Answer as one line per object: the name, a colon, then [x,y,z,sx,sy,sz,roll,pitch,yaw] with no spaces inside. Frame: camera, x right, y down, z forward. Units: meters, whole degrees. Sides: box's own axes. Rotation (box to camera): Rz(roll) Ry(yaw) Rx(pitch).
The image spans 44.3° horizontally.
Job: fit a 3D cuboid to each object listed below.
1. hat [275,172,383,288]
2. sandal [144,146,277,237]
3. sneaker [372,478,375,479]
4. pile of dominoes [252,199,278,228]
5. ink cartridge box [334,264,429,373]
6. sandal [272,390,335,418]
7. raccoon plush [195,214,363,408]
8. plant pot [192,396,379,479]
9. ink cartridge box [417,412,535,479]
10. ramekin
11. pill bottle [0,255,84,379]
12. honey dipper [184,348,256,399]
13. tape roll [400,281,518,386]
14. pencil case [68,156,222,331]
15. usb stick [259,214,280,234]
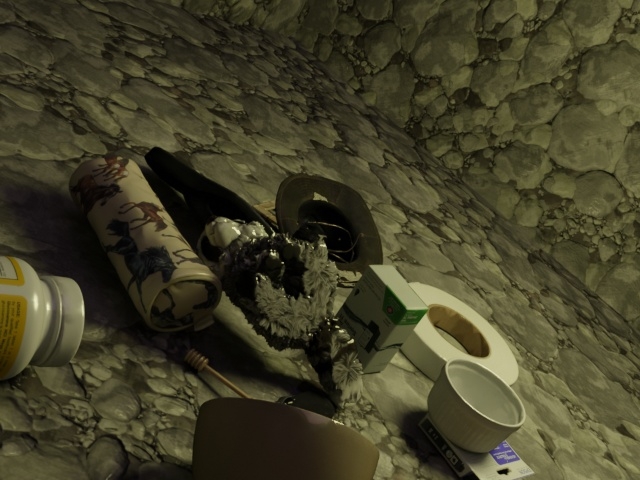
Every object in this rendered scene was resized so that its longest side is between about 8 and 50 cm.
hat: [0.000,0.000,1.934,0.331,0.134,0.331,18,49,-22]
sandal: [-0.273,-0.073,1.885,0.446,0.107,0.167,32,-18,29]
sneaker: [0.123,0.504,1.312,0.162,0.106,0.281,28,24,-20]
pile of dominoes: [-0.091,-0.019,2.140,0.251,0.040,0.196,34,25,21]
ink cartridge box: [0.126,0.181,1.798,0.087,0.208,0.153,2,38,-45]
sandal: [-0.055,0.326,1.478,0.097,0.054,0.254,42,25,18]
raccoon plush: [-0.116,0.148,1.639,0.216,0.446,0.299,-24,17,-32]
plant pot: [-0.072,0.375,1.161,0.284,0.284,0.191,26,59,-17]
ink cartridge box: [0.346,0.462,1.740,0.206,0.045,0.208,6,34,-46]
ramekin: [0.331,0.365,1.719,0.207,0.109,0.207,26,24,-13]
pill bottle: [-0.526,0.108,1.132,0.334,0.188,0.188,11,33,-42]
honey dipper: [-0.182,0.257,1.462,0.161,0.030,0.030,33,23,11]
tape roll: [0.348,0.264,2.092,0.392,0.072,0.392,27,25,-14]
pencil case: [-0.352,0.005,1.580,0.410,0.160,0.183,50,3,32]
usb stick: [-0.083,0.037,1.988,0.278,0.045,0.077,41,53,16]
